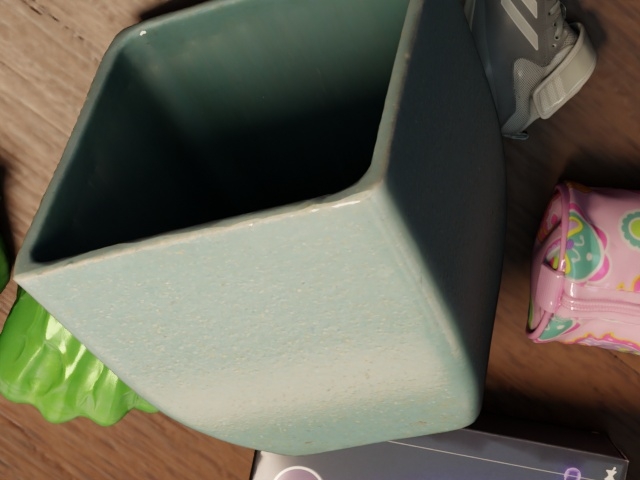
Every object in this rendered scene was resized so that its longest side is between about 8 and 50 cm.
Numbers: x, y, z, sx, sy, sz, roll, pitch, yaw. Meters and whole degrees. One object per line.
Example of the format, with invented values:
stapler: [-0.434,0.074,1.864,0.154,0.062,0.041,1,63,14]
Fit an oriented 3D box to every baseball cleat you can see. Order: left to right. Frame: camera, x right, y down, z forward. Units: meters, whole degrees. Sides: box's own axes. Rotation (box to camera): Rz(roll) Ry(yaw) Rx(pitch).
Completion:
baseball cleat: [0.141,-0.165,1.172,0.109,0.072,0.206,11,121,-8]

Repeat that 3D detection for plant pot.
plant pot: [0.000,0.000,1.130,0.247,0.247,0.252,-14,129,26]

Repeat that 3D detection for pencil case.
pencil case: [0.286,0.038,1.209,0.284,0.124,0.124,12,111,-1]

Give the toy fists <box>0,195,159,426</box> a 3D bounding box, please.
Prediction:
toy fists: [-0.227,0.039,1.251,0.279,0.096,0.142,19,101,-3]

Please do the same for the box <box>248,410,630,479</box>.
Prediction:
box: [0.073,0.212,1.275,0.261,0.103,0.184,10,92,-1]
